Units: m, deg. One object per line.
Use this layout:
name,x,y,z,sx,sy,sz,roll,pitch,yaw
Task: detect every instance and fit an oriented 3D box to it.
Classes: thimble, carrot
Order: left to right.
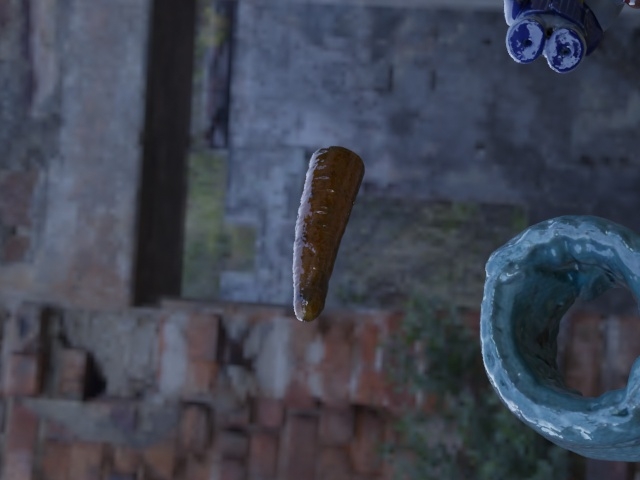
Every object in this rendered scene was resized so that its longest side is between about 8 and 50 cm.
carrot,0.000,0.000,1.555,0.061,0.061,0.210,86,-167,-50
thimble,0.245,0.085,1.391,0.235,0.198,0.143,52,-167,31

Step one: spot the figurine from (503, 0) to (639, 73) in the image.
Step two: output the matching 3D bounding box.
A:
figurine,0.283,-0.264,1.750,0.274,0.193,0.133,-102,14,-56
